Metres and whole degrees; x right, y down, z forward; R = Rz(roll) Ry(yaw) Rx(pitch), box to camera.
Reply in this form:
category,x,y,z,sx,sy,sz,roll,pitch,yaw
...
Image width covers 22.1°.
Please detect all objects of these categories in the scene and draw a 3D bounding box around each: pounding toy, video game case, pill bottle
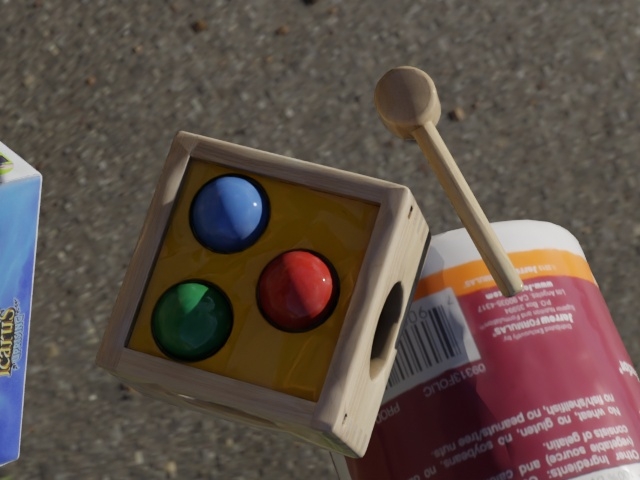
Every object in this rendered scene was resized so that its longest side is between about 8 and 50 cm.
category,x,y,z,sx,sy,sz,roll,pitch,yaw
pounding toy,0.010,-0.003,0.831,0.181,0.094,0.206,14,77,16
video game case,-0.324,0.015,1.323,0.061,0.244,0.270,-16,129,-39
pill bottle,0.144,0.204,1.117,0.224,0.224,0.392,-6,64,-30
